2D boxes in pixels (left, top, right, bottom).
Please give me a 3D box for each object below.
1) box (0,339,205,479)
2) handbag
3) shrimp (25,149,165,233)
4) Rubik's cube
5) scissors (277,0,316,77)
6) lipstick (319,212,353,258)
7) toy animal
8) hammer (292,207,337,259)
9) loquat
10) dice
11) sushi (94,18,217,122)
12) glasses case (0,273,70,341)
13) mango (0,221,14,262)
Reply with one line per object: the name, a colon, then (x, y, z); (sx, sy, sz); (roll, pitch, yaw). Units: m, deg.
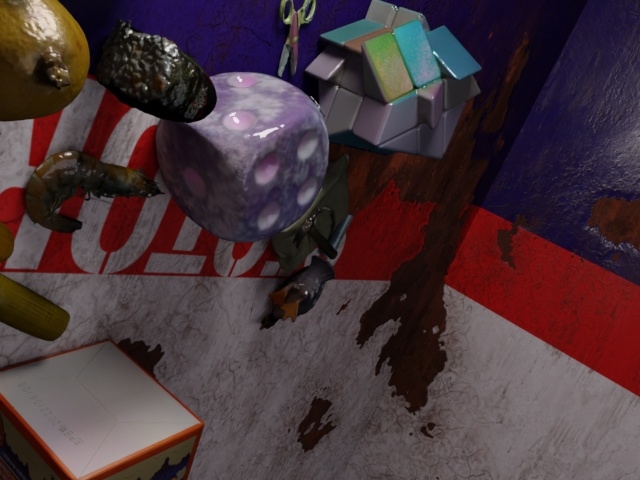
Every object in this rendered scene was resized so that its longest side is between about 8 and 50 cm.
box: (-0.492, 0.431, 1.363); (0.319, 0.349, 0.256); (-14, 128, -53)
handbag: (-0.027, -0.077, 1.846); (0.316, 0.109, 0.253); (-47, 153, -21)
shrimp: (-0.438, -0.081, 1.276); (0.296, 0.058, 0.169); (13, 113, -56)
Rubik's cube: (0.174, -0.386, 1.628); (0.387, 0.358, 0.367); (3, 114, -46)
scissors: (-0.063, -0.471, 1.507); (0.134, 0.020, 0.187); (-26, 136, -50)
lipstick: (0.051, -0.019, 2.075); (0.048, 0.048, 0.157); (12, 106, -59)
toy animal: (-0.074, 0.165, 1.954); (0.298, 0.122, 0.185); (-49, 170, 7)
hammer: (0.001, 0.000, 1.843); (0.125, 0.027, 0.297); (-49, 157, -2)
loquat: (-0.427, -0.263, 0.921); (0.213, 0.246, 0.213); (-35, 139, -37)
dice: (-0.162, -0.180, 1.373); (0.271, 0.270, 0.270); (-36, 144, -35)
sushi: (-0.289, -0.284, 1.129); (0.126, 0.225, 0.136); (13, 106, -59)
glasses case: (-0.573, 0.132, 1.252); (0.079, 0.064, 0.234); (-59, 151, -15)
mango: (-0.578, -0.003, 1.119); (0.080, 0.060, 0.114); (-57, 147, -9)
